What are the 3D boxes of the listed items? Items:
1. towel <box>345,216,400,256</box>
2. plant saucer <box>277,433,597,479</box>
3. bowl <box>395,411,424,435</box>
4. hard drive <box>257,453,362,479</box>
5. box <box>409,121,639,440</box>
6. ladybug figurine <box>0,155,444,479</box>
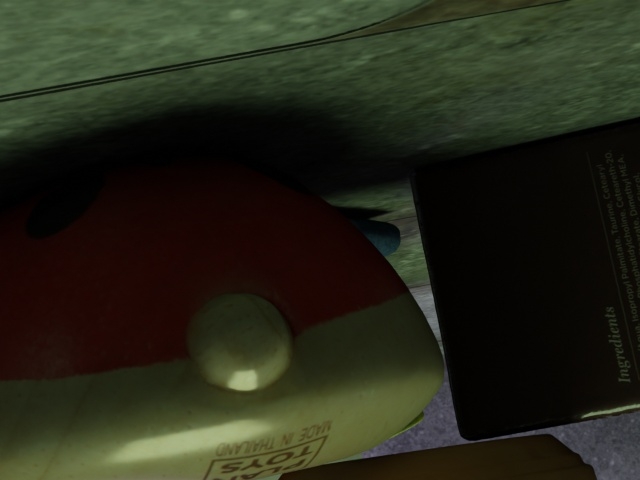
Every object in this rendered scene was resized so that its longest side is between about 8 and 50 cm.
[{"bbox_3d":[0.000,0.000,0.991,0.067,0.029,0.119,-16,170,32],"label":"towel"},{"bbox_3d":[0.058,0.140,0.841,0.200,0.037,0.200,-8,170,-1],"label":"plant saucer"},{"bbox_3d":[-0.054,0.157,1.484,0.289,0.156,0.289,-20,177,-1],"label":"bowl"},{"bbox_3d":[-0.107,0.129,1.170,0.233,0.047,0.353,-10,-163,-5],"label":"hard drive"},{"bbox_3d":[0.179,0.026,0.919,0.203,0.167,0.168,-12,171,9],"label":"box"},{"bbox_3d":[-0.101,0.061,0.807,0.305,0.162,0.449,-8,172,-24],"label":"ladybug figurine"}]
